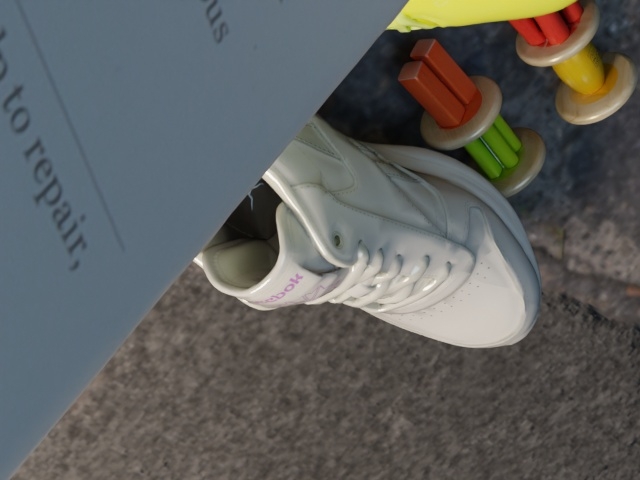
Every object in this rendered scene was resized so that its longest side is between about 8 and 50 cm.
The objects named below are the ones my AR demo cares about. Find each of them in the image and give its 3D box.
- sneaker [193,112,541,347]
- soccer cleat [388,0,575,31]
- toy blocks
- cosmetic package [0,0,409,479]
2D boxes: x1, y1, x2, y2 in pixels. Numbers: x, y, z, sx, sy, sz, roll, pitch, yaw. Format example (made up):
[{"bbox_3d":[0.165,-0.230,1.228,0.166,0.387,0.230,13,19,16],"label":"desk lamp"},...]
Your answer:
[{"bbox_3d":[0.000,0.000,0.899,0.305,0.152,0.114,33,130,-30],"label":"sneaker"},{"bbox_3d":[-0.013,-0.118,0.759,0.093,0.289,0.121,33,73,-58],"label":"soccer cleat"},{"bbox_3d":[0.095,-0.108,0.939,0.123,0.054,0.148,-40,126,3],"label":"toy blocks"},{"bbox_3d":[-0.180,-0.170,0.520,0.393,0.329,0.327,-53,137,-38],"label":"cosmetic package"}]
